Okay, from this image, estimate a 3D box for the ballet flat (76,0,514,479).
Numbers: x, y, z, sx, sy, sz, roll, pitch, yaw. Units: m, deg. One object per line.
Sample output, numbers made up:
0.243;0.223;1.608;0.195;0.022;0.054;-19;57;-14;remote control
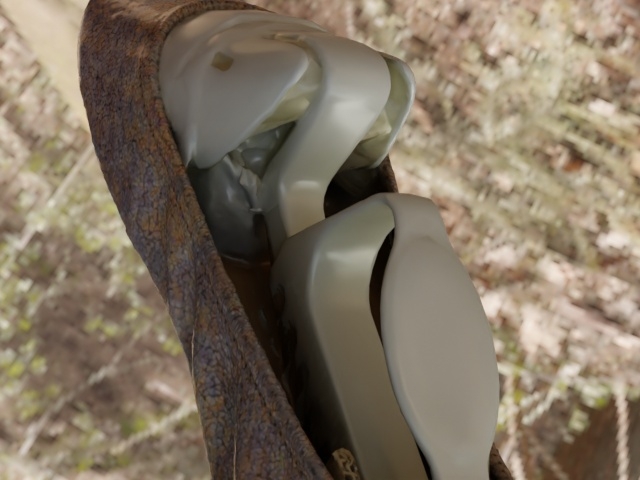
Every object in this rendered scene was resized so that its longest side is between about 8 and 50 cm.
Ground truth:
0.000;0.000;0.550;0.107;0.316;0.106;1;142;-32;ballet flat
